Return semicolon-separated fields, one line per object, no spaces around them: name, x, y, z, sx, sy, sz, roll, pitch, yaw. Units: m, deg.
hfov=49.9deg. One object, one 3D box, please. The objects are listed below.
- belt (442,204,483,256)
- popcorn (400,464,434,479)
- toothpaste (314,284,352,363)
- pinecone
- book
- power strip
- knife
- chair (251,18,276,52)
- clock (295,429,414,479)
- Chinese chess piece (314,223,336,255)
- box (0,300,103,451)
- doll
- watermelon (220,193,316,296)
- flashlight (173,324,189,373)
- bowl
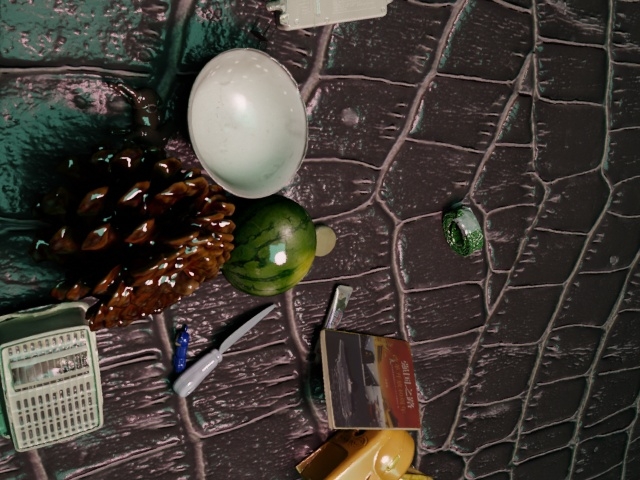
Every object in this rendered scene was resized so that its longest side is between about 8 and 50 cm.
belt;0.421;-0.034;2.005;0.079;0.121;0.151;-29;116;-19
popcorn;0.276;0.843;2.168;0.286;0.215;0.252;18;132;-3
toothpaste;0.029;0.232;1.897;0.060;0.038;0.234;15;97;-44
pinecone;-0.380;-0.015;1.357;0.397;0.397;0.398;-12;113;-30
book;0.146;0.395;1.924;0.373;0.028;0.263;15;60;-43
power strip;0.020;-0.553;1.592;0.338;0.058;0.098;-18;116;-28
knife;-0.235;0.262;1.717;0.331;0.044;0.080;-43;162;-16
chair;-0.135;-0.452;1.539;0.042;0.037;0.086;25;88;-49
clock;0.119;0.636;1.982;0.317;0.244;0.200;-43;107;-18
Chinese chess piece;0.000;0.000;1.795;0.084;0.034;0.084;-13;116;-29
box;-0.572;0.275;1.435;0.220;0.166;0.291;-11;113;-30
doll;-0.365;-0.256;1.443;0.165;0.057;0.139;-5;96;-51
watermelon;-0.127;0.010;1.589;0.242;0.242;0.242;-12;113;-30
flashlight;-0.341;0.266;1.669;0.035;0.057;0.121;12;111;0
bowl;-0.186;-0.248;1.497;0.313;0.146;0.314;-3;95;-40
